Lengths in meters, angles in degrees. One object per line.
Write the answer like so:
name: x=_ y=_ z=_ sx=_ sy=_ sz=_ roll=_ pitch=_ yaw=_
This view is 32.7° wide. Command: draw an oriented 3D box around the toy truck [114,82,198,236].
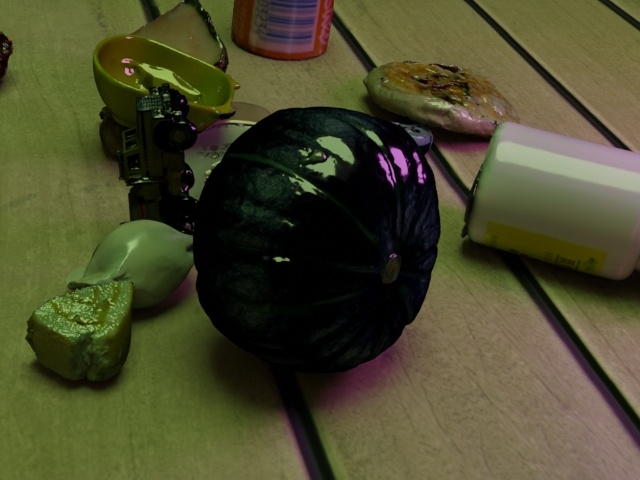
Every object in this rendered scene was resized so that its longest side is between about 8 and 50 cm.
toy truck: x=-0.247 y=-0.101 z=1.645 sx=0.127 sy=0.257 sz=0.127 roll=-1 pitch=33 yaw=-11

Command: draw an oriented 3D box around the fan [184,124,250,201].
fan: x=-0.130 y=-0.061 z=1.791 sx=0.233 sy=0.012 sz=0.415 roll=-12 pitch=45 yaw=-8

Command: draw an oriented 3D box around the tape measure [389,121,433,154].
tape measure: x=0.170 y=-0.196 z=2.106 sx=0.091 sy=0.054 sz=0.094 roll=3 pitch=22 yaw=-13

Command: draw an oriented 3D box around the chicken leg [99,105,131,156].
chicken leg: x=-0.362 y=-0.203 z=1.978 sx=0.093 sy=0.070 sz=0.178 roll=-6 pitch=25 yaw=-24

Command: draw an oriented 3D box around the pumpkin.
pumpkin: x=0.000 y=0.000 z=1.453 sx=0.266 sy=0.364 sz=0.363 roll=15 pitch=29 yaw=37

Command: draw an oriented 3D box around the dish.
dish: x=-0.282 y=-0.254 z=1.919 sx=0.262 sy=0.108 sz=0.221 roll=18 pitch=31 yaw=-12

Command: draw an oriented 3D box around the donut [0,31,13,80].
donut: x=-0.708 y=-0.353 z=2.103 sx=0.235 sy=0.089 sz=0.235 roll=6 pitch=31 yaw=-3

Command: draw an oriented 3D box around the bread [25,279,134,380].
bread: x=-0.289 y=0.123 z=1.415 sx=0.156 sy=0.103 sz=0.110 roll=-20 pitch=45 yaw=-36

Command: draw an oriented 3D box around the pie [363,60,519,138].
pie: x=0.253 y=-0.299 z=2.259 sx=0.339 sy=0.077 sz=0.339 roll=13 pitch=27 yaw=-7

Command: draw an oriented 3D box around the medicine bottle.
medicine bottle: x=0.441 y=-0.055 z=1.789 sx=0.378 sy=0.214 sz=0.213 roll=15 pitch=31 yaw=11

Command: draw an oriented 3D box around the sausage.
sausage: x=-0.077 y=-0.578 z=2.449 sx=0.233 sy=0.287 sz=0.233 roll=6 pitch=31 yaw=-3

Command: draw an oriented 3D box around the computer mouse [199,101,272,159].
computer mouse: x=-0.150 y=-0.193 z=1.993 sx=0.145 sy=0.082 sz=0.236 roll=5 pitch=30 yaw=-7

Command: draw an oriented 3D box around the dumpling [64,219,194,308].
dumpling: x=-0.269 y=0.037 z=1.561 sx=0.228 sy=0.124 sz=0.151 roll=-14 pitch=-2 yaw=-44

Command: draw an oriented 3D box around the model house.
model house: x=-0.251 y=-0.330 z=2.112 sx=0.166 sy=0.172 sz=0.183 roll=-32 pitch=62 yaw=-4
